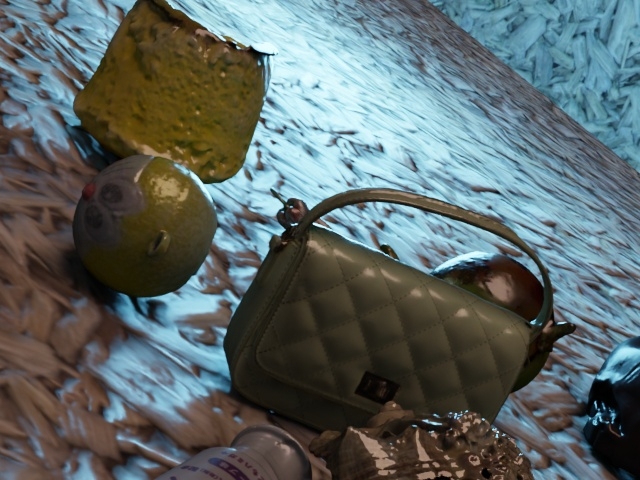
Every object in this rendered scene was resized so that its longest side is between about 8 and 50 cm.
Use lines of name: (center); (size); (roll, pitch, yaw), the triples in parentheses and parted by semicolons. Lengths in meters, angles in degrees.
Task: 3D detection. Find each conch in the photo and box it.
conch: (0.072, 0.201, 0.868); (0.178, 0.163, 0.245); (18, 41, -32)

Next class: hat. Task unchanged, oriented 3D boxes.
hat: (0.459, 0.177, 1.419); (0.336, 0.209, 0.238); (23, 19, -30)

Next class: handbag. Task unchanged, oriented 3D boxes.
handbag: (0.064, 0.066, 1.047); (0.256, 0.219, 0.079); (24, 19, -20)

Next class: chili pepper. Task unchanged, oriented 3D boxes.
chili pepper: (-0.001, 0.000, 1.372); (0.153, 0.041, 0.050); (45, 37, -16)

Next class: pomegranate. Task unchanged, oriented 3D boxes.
pomegranate: (0.138, 0.065, 1.276); (0.220, 0.156, 0.156); (41, 21, 28)

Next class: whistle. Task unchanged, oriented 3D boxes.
whistle: (-0.162, -0.026, 1.089); (0.123, 0.123, 0.223); (24, 8, -24)

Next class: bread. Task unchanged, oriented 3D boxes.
bread: (-0.146, -0.150, 1.315); (0.197, 0.170, 0.197); (23, 10, -4)

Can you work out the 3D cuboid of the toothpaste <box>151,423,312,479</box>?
toothpaste: (-0.096, 0.188, 0.744); (0.114, 0.073, 0.299); (50, 27, 6)
